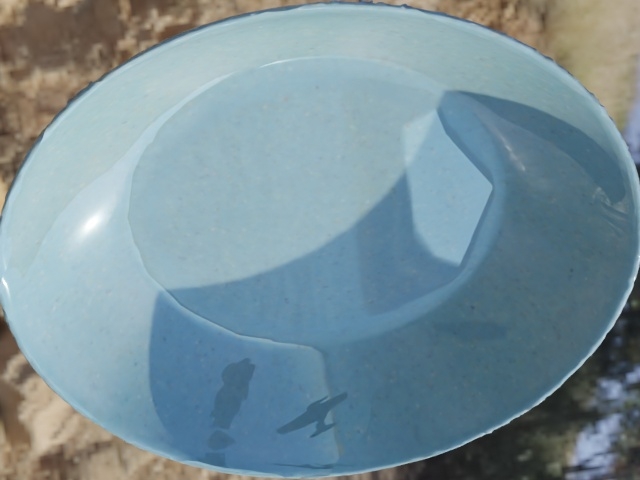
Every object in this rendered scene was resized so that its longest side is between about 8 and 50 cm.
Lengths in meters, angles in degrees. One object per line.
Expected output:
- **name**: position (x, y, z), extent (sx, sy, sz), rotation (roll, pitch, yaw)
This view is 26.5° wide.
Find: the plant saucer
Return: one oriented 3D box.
- **plant saucer**: position (0.000, 0.000, 0.421), extent (0.037, 0.195, 0.195), rotation (-96, 179, -47)
